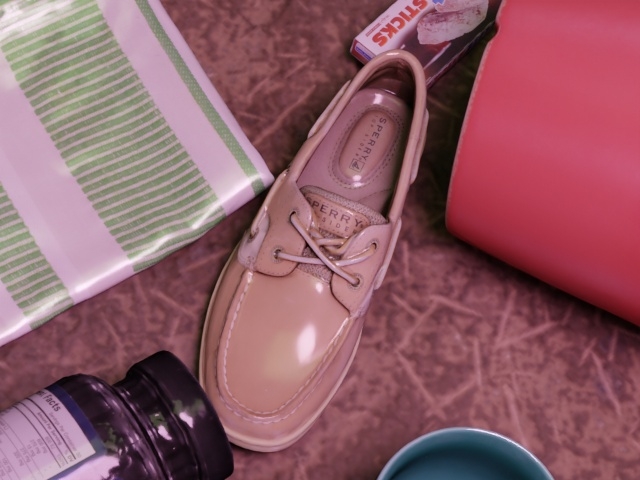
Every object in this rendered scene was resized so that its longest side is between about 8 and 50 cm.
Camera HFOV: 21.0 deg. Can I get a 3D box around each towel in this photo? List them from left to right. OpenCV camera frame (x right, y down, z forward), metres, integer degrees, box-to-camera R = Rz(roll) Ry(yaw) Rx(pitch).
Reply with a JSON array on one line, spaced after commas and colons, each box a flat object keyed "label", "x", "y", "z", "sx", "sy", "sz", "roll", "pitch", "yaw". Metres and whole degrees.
[{"label": "towel", "x": -0.225, "y": -0.059, "z": 1.217, "sx": 0.324, "sy": 0.038, "sz": 0.248, "roll": -28, "pitch": 73, "yaw": -20}]

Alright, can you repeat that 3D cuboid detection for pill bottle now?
[{"label": "pill bottle", "x": -0.170, "y": 0.159, "z": 1.075, "sx": 0.219, "sy": 0.123, "sz": 0.123, "roll": -28, "pitch": 72, "yaw": -20}]

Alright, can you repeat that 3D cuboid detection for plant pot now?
[{"label": "plant pot", "x": 0.227, "y": -0.065, "z": 1.182, "sx": 0.243, "sy": 0.275, "sz": 0.275, "roll": 17, "pitch": 63, "yaw": 9}]

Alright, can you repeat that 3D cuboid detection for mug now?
[{"label": "mug", "x": 0.074, "y": 0.200, "z": 1.109, "sx": 0.157, "sy": 0.097, "sz": 0.129, "roll": -20, "pitch": 70, "yaw": -17}]

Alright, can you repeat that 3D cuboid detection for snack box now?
[{"label": "snack box", "x": 0.102, "y": -0.179, "z": 1.326, "sx": 0.064, "sy": 0.022, "sz": 0.178, "roll": 40, "pitch": 60, "yaw": 11}]

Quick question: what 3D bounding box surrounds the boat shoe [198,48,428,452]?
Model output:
[{"label": "boat shoe", "x": 0.000, "y": 0.000, "z": 1.190, "sx": 0.109, "sy": 0.098, "sz": 0.302, "roll": 24, "pitch": 64, "yaw": 3}]
